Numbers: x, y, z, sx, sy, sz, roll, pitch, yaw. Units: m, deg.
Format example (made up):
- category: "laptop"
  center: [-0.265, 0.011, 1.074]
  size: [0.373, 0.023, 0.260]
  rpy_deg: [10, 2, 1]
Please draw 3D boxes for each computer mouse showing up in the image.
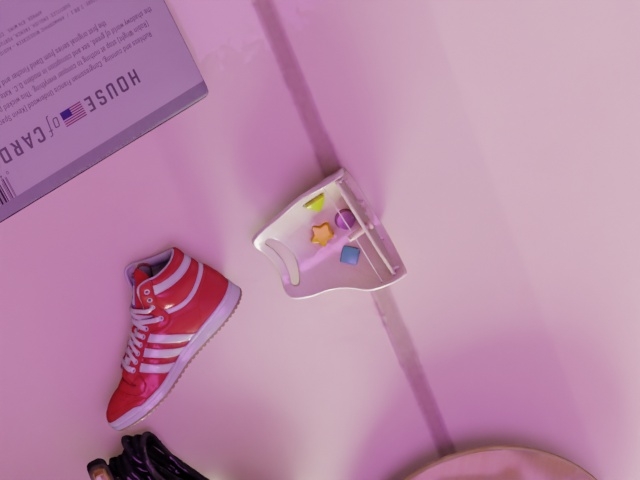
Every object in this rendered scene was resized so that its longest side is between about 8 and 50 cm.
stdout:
- category: "computer mouse"
  center: [-0.047, 0.173, 1.068]
  size: [0.184, 0.262, 0.060]
  rpy_deg: [28, 93, -14]

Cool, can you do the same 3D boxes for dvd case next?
- category: "dvd case"
  center: [-0.186, -0.143, 0.997]
  size: [0.179, 0.029, 0.238]
  rpy_deg: [-34, 110, -23]

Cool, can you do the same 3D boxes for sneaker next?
- category: "sneaker"
  center: [-0.110, 0.058, 1.120]
  size: [0.067, 0.042, 0.118]
  rpy_deg: [39, 89, -26]

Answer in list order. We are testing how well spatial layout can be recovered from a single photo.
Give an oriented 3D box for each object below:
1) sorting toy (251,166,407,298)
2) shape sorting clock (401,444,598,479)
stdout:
- category: "sorting toy"
  center: [0.000, 0.000, 1.129]
  size: [0.075, 0.045, 0.083]
  rpy_deg: [-30, 114, 6]
- category: "shape sorting clock"
  center: [0.114, 0.232, 1.235]
  size: [0.206, 0.040, 0.206]
  rpy_deg: [-5, 113, -11]
